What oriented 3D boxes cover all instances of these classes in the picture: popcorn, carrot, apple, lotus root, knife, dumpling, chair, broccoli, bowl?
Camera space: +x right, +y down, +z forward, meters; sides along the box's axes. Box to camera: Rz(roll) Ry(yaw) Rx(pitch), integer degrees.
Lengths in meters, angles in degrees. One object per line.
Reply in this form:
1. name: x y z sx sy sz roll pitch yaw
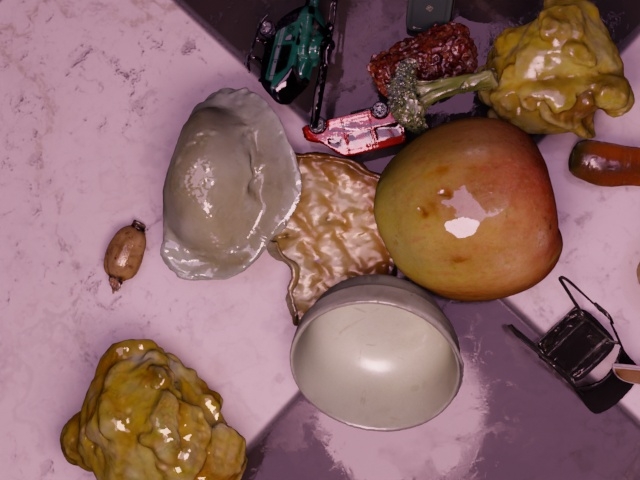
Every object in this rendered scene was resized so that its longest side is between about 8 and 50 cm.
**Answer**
1. popcorn: 0.419 -0.298 1.884 0.250 0.235 0.241 -24 70 38
2. carrot: 0.560 -0.137 1.916 0.193 0.087 0.087 10 87 4
3. apple: 0.257 -0.044 1.816 0.305 0.338 0.338 -16 84 9
4. lotus root: -0.383 0.031 2.013 0.072 0.063 0.151 17 84 -3
5. knife: 0.636 0.254 1.866 0.256 0.046 0.022 14 43 -12
6. dumpling: -0.194 -0.098 1.901 0.212 0.270 0.320 -11 120 -33
7. chair: 0.474 0.198 1.892 0.140 0.221 0.145 -44 40 2
8. broccoli: 0.215 -0.265 1.844 0.204 0.118 0.122 -16 65 19
9. popcorn: -0.307 0.373 1.876 0.292 0.293 0.334 -45 67 0
10. bowl: 0.103 0.184 1.864 0.307 0.163 0.307 3 126 5

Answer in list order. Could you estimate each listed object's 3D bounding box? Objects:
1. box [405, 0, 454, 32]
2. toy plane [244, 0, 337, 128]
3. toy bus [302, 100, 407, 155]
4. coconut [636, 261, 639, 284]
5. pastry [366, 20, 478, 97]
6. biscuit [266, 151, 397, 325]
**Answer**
1. box: 0.208 -0.448 1.959 0.091 0.126 0.031 11 49 6
2. toy plane: -0.029 -0.400 1.965 0.155 0.106 0.381 7 73 31
3. toy bus: 0.065 -0.209 1.977 0.195 0.081 0.089 -12 94 4
4. coconut: 0.687 0.056 1.837 0.237 0.237 0.197 29 48 7
5. pastry: 0.196 -0.334 1.954 0.209 0.115 0.097 -23 122 2
6. biscuit: 0.000 0.000 1.971 0.329 0.078 0.335 24 89 5
